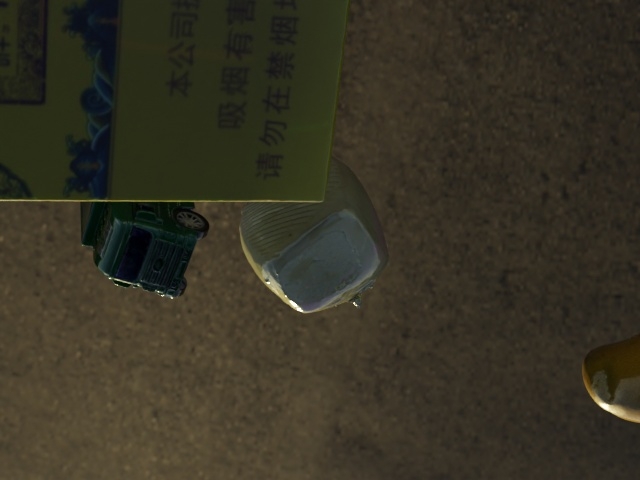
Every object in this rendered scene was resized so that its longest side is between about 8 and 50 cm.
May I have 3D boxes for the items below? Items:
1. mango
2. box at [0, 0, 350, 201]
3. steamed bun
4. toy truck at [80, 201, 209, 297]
[{"bbox_3d":[0.290,0.089,0.895,0.190,0.098,0.075,-25,134,25],"label":"mango"},{"bbox_3d":[-0.123,-0.092,0.464,0.278,0.041,0.153,-1,113,-19],"label":"box"},{"bbox_3d":[0.000,0.000,1.457,0.170,0.239,0.153,-38,112,4],"label":"steamed bun"},{"bbox_3d":[-0.127,-0.026,0.838,0.079,0.147,0.065,12,121,-21],"label":"toy truck"}]
